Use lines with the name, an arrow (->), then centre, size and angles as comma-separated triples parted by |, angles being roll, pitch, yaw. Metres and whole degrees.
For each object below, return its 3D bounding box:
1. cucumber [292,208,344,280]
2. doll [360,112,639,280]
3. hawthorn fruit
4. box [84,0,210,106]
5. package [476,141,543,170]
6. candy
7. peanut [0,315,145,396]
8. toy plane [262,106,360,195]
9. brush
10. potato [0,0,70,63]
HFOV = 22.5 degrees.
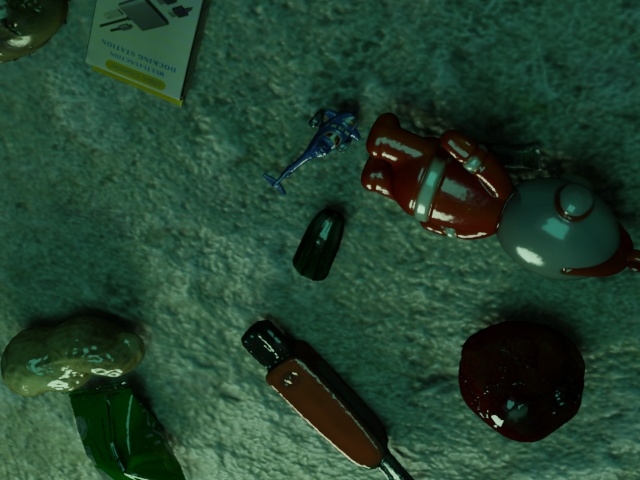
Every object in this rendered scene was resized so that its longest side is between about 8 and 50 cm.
cucumber -> 0.000, 0.000, 1.939 | 0.048, 0.048, 0.105 | 24, 128, 4
doll -> 0.208, -0.040, 1.778 | 0.336, 0.105, 0.200 | 23, 152, 9
hawthorn fruit -> 0.230, 0.161, 1.921 | 0.172, 0.148, 0.148 | 20, 137, 45
box -> -0.192, -0.262, 1.826 | 0.129, 0.033, 0.247 | 22, 131, 5
package -> 0.196, -0.097, 1.804 | 0.110, 0.015, 0.037 | 5, 132, 21
candy -> -0.274, 0.286, 2.254 | 0.141, 0.078, 0.203 | -16, 112, 31
peanut -> -0.338, 0.155, 2.174 | 0.228, 0.085, 0.104 | -17, 127, 30
toy plane -> -0.007, -0.105, 1.855 | 0.054, 0.062, 0.167 | 41, 140, -11
brush -> 0.020, 0.224, 2.103 | 0.070, 0.051, 0.323 | -35, 104, 31
potato -> -0.356, -0.249, 1.868 | 0.101, 0.089, 0.172 | 19, 129, 5
